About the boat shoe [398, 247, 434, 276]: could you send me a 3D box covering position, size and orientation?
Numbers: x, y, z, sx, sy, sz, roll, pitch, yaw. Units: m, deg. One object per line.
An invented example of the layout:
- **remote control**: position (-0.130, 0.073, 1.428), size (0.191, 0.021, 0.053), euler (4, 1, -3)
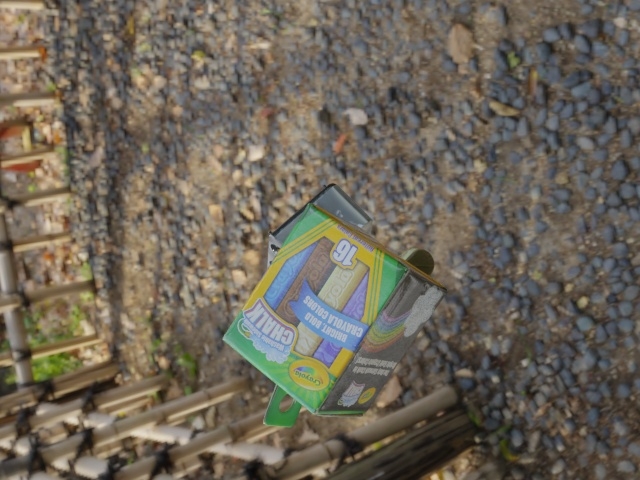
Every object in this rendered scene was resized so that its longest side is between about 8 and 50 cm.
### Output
- **boat shoe**: position (0.082, 0.068, 1.160), size (0.056, 0.153, 0.048), euler (44, 174, -17)

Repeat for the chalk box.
- **chalk box**: position (0.004, 0.094, 0.910), size (0.132, 0.132, 0.213), euler (36, 95, 26)

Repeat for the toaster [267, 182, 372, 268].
- **toaster**: position (0.000, 0.000, 1.590), size (0.110, 0.186, 0.168), euler (43, 159, 13)
